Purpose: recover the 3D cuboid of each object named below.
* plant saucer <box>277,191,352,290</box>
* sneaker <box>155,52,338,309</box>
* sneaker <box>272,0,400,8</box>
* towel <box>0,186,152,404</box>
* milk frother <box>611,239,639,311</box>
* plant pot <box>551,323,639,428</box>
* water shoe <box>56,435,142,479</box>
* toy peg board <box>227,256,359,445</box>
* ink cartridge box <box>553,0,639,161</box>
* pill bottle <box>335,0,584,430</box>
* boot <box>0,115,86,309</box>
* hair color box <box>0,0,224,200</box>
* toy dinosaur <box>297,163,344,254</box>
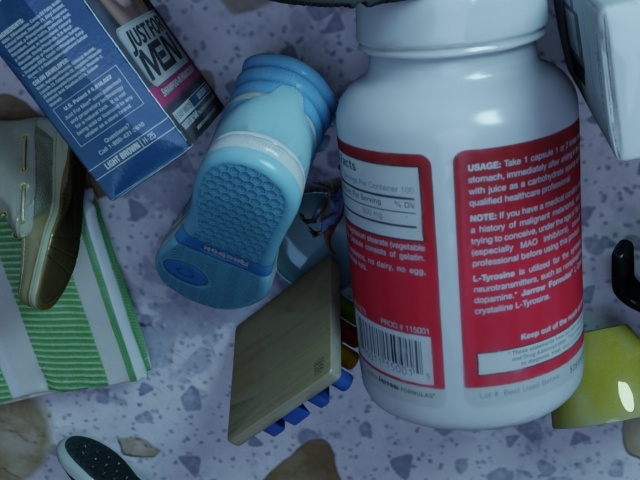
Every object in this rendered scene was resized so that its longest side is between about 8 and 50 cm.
[{"bbox_3d":[0.000,0.000,1.153,0.119,0.021,0.119,2,111,5],"label":"plant saucer"},{"bbox_3d":[-0.068,-0.066,1.091,0.127,0.208,0.319,26,147,-9],"label":"sneaker"},{"bbox_3d":[0.113,-0.360,0.875,0.448,0.169,0.257,-15,121,-12],"label":"sneaker"},{"bbox_3d":[-0.380,0.079,1.218,0.325,0.038,0.247,-11,107,12],"label":"towel"},{"bbox_3d":[0.387,0.024,1.087,0.143,0.129,0.134,-39,142,-10],"label":"milk frother"},{"bbox_3d":[0.307,0.143,1.129,0.134,0.134,0.095,-13,82,11],"label":"plant pot"},{"bbox_3d":[-0.250,0.323,1.274,0.203,0.073,0.080,39,112,-8],"label":"water shoe"},{"bbox_3d":[-0.015,0.132,1.126,0.079,0.160,0.161,33,126,-28],"label":"toy peg board"},{"bbox_3d":[0.332,-0.186,0.896,0.226,0.306,0.131,-10,110,10],"label":"ink cartridge box"},{"bbox_3d":[0.136,-0.043,1.013,0.229,0.229,0.407,-3,110,7],"label":"pill bottle"},{"bbox_3d":[-0.343,-0.035,1.117,0.165,0.077,0.213,4,78,7],"label":"boot"},{"bbox_3d":[-0.246,-0.225,1.015,0.105,0.174,0.347,-32,104,15],"label":"hair color box"},{"bbox_3d":[0.015,-0.042,1.115,0.082,0.047,0.090,-38,136,8],"label":"toy dinosaur"}]
